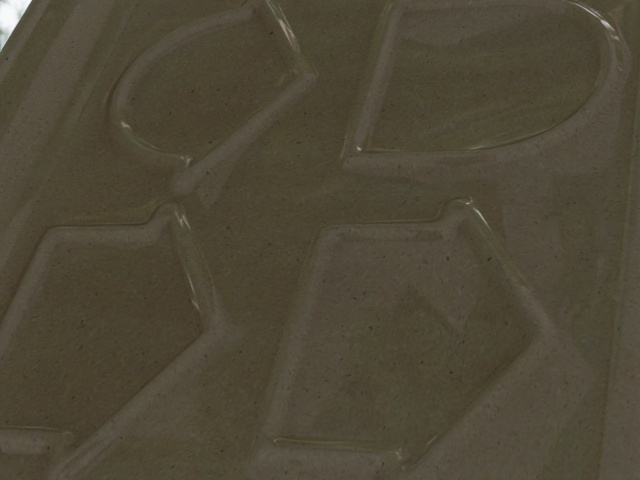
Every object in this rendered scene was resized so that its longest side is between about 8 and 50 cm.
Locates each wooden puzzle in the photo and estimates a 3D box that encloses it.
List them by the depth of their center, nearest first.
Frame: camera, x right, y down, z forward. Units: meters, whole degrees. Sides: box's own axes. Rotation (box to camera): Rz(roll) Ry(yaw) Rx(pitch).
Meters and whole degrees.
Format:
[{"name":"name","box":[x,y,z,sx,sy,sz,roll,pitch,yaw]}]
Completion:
[{"name":"wooden puzzle","box":[0.000,0.000,0.545,0.348,0.080,0.322,3,-131,16]}]
